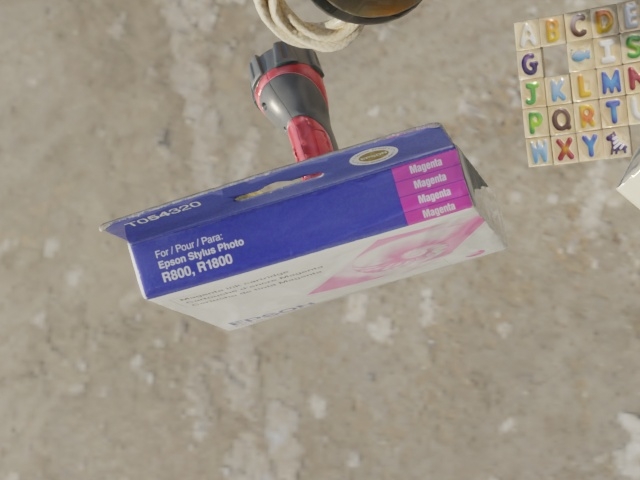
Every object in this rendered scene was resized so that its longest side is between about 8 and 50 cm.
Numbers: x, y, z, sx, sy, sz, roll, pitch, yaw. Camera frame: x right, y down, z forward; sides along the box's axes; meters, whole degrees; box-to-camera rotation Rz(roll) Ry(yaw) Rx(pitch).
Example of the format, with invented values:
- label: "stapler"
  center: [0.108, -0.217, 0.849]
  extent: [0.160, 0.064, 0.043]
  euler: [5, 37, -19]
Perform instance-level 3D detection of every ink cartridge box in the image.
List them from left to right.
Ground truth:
- label: "ink cartridge box"
  center: [0.000, 0.000, 1.385]
  extent: [0.324, 0.330, 0.071]
  euler: [-16, 77, 13]

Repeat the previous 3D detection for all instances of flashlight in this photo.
- label: "flashlight"
  center: [-0.018, -0.121, 1.827]
  extent: [0.103, 0.103, 0.304]
  euler: [92, 167, -48]

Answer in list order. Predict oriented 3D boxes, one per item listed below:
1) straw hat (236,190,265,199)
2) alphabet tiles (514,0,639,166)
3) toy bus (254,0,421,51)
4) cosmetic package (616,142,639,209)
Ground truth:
- label: "straw hat"
  center: [-0.101, 0.010, 1.764]
  extent: [0.144, 0.061, 0.144]
  euler: [-3, 68, 9]
- label: "alphabet tiles"
  center: [0.361, -0.204, 1.876]
  extent: [0.237, 0.009, 0.198]
  euler: [-5, 92, 42]
- label: "toy bus"
  center: [0.033, -0.122, 0.390]
  extent: [0.191, 0.202, 0.104]
  euler: [-13, 40, 18]
- label: "cosmetic package"
  center: [0.477, -0.026, 1.501]
  extent: [0.309, 0.160, 0.113]
  euler: [39, 135, -3]
